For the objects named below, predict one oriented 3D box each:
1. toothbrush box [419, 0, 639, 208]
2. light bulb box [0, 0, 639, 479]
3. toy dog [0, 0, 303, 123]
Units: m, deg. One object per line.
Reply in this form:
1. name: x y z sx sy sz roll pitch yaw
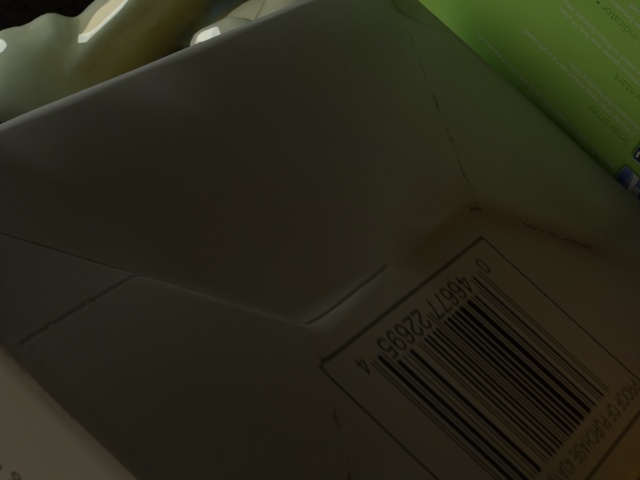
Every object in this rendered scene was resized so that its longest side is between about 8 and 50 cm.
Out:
1. toothbrush box: 0.115 -0.101 0.791 0.122 0.206 0.283 -29 -22 -39
2. light bulb box: -0.069 0.123 0.680 0.361 0.225 0.358 -52 -10 32
3. toy dog: 0.000 0.000 1.080 0.284 0.395 0.408 -36 42 9
